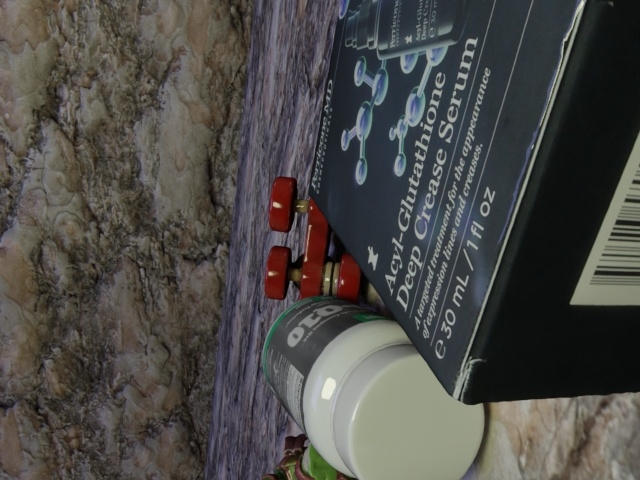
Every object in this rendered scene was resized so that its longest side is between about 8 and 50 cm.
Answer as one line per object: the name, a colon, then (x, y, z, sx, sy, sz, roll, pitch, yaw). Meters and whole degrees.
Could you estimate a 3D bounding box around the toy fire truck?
toy fire truck: (0.000, 0.000, 1.082, 0.254, 0.169, 0.302, -48, -36, -82)

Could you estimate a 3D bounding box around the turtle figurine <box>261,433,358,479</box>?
turtle figurine: (-0.015, 0.458, 0.964, 0.266, 0.198, 0.275, -53, 0, 44)

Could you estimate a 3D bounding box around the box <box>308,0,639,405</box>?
box: (0.155, -0.101, 0.511, 0.395, 0.212, 0.294, -122, 38, -60)

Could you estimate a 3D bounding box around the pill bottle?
pill bottle: (0.053, 0.200, 0.786, 0.361, 0.204, 0.204, -171, 84, -70)
